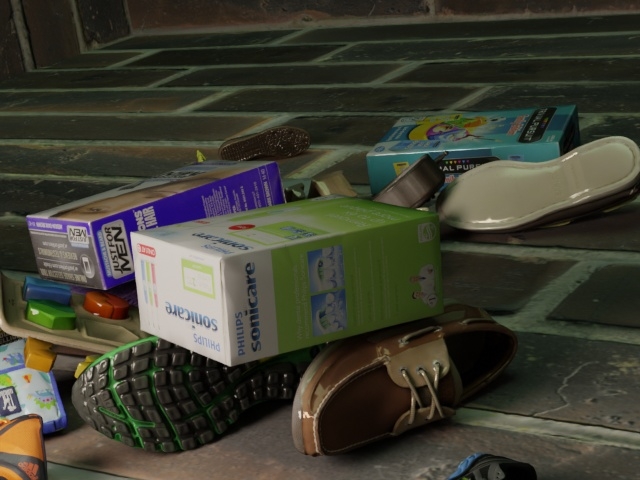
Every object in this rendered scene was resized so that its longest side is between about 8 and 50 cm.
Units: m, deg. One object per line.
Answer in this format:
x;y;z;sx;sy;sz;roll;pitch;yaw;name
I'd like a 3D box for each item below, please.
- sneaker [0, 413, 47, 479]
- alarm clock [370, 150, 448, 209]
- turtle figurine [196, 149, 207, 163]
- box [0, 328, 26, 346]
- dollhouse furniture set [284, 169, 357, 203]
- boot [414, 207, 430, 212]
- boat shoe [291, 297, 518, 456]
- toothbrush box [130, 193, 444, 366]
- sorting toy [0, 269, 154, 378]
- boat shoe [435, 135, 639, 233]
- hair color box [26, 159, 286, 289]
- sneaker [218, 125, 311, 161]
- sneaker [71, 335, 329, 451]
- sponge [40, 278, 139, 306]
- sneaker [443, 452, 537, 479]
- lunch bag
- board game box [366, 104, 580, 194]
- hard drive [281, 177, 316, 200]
-0.406;0.242;1.456;0.180;0.125;0.321;-19;31;-38;sneaker
0.122;-0.062;2.052;0.192;0.064;0.129;-39;1;-38;alarm clock
-0.278;-0.064;2.302;0.217;0.087;0.269;-34;1;2;turtle figurine
-0.615;0.105;1.894;0.318;0.097;0.395;-19;30;-26;box
0.000;0.000;2.101;0.144;0.123;0.151;-18;55;-26;dollhouse furniture set
0.095;-0.005;1.981;0.157;0.085;0.059;-10;20;1;boot
0.099;0.147;1.469;0.116;0.123;0.324;11;28;41;boat shoe
-0.036;0.036;1.477;0.283;0.122;0.206;-13;15;-32;toothbrush box
-0.307;0.110;1.719;0.229;0.041;0.307;18;10;-19;sorting toy
0.340;-0.071;2.038;0.324;0.117;0.096;-16;-26;20;boat shoe
-0.237;-0.031;1.974;0.338;0.110;0.185;-23;18;-37;hair color box
-0.114;-0.199;2.689;0.188;0.066;0.071;-9;17;-2;sneaker
-0.132;0.156;1.575;0.343;0.134;0.146;-10;9;-30;sneaker
-0.333;0.070;2.042;0.210;0.031;0.117;9;25;42;sponge
0.147;0.246;1.224;0.078;0.067;0.188;-5;15;31;sneaker
-0.387;0.195;1.610;0.128;0.096;0.151;-14;34;-23;lunch bag
0.278;-0.164;2.378;0.336;0.079;0.254;-3;19;19;board game box
-0.133;-0.043;2.242;0.203;0.040;0.307;0;18;33;hard drive
